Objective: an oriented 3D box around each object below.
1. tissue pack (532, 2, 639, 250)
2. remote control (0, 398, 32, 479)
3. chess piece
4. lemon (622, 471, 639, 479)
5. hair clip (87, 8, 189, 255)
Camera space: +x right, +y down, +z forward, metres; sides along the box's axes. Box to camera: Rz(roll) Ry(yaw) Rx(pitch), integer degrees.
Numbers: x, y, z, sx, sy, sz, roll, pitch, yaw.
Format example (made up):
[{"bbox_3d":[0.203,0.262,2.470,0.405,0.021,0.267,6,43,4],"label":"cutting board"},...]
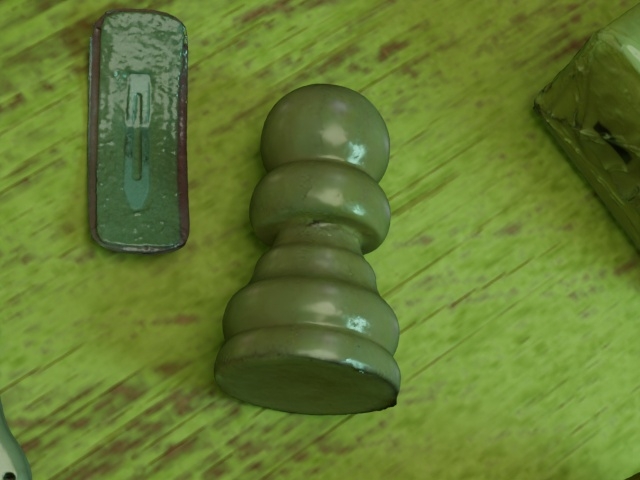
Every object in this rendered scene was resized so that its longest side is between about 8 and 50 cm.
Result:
[{"bbox_3d":[0.262,-0.092,0.919,0.234,0.125,0.159,-34,85,-22],"label":"tissue pack"},{"bbox_3d":[-0.185,0.082,0.787,0.074,0.032,0.122,-9,78,-19],"label":"remote control"},{"bbox_3d":[0.000,0.000,0.843,0.094,0.094,0.170,12,64,-13],"label":"chess piece"},{"bbox_3d":[0.199,0.205,0.785,0.244,0.187,0.187,31,68,-11],"label":"lemon"},{"bbox_3d":[-0.096,-0.057,0.859,0.054,0.022,0.137,2,74,-15],"label":"hair clip"}]
